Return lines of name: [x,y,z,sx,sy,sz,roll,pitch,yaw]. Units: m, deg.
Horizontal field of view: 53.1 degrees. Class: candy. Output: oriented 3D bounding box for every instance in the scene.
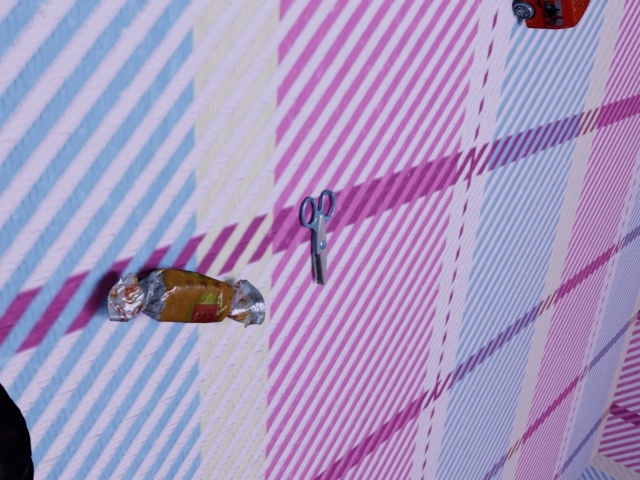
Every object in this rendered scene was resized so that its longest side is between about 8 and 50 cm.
candy: [-0.124,0.054,0.610,0.182,0.046,0.053,14,100,-48]

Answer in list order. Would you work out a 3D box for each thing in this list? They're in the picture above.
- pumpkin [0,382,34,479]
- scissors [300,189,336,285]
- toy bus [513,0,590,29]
pumpkin: [-0.281,0.153,0.365,0.221,0.162,0.220,-30,128,-47]
scissors: [0.000,0.000,0.763,0.058,0.014,0.119,-26,124,-41]
toy bus: [0.319,-0.391,0.901,0.081,0.089,0.195,-57,142,-15]
